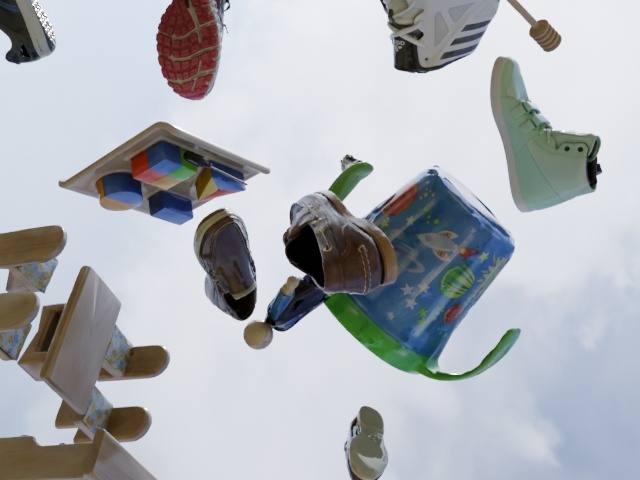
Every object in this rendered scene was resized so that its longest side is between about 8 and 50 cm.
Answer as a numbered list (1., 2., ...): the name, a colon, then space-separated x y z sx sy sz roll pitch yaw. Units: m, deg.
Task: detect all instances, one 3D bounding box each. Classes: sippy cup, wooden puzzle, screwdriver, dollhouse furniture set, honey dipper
1. sippy cup: 0.138 0.027 1.167 0.224 0.305 0.240 -46 -169 17
2. wooden puzzle: -0.329 -0.119 1.810 0.348 0.322 0.080 -21 -113 31
3. screwdriver: -0.203 -0.142 1.640 0.170 0.024 0.025 22 -71 31
4. dollhouse furniture set: -0.369 0.225 1.330 0.256 0.362 0.394 -7 -132 19
5. honey dipper: 0.258 -0.299 1.087 0.030 0.161 0.030 -28 -134 34

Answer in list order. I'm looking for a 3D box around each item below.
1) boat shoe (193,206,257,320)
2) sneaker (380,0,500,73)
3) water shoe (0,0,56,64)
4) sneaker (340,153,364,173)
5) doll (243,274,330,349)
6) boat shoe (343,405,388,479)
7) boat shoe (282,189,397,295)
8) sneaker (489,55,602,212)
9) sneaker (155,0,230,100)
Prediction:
1. boat shoe: -0.138 0.047 1.367 0.095 0.257 0.095 -35 -116 -18
2. sneaker: 0.148 -0.440 1.511 0.169 0.447 0.257 32 -70 54
3. water shoe: -0.442 -0.340 1.161 0.080 0.203 0.073 -20 -158 2
4. sneaker: 0.052 -0.134 1.475 0.032 0.083 0.037 -16 -90 -19
5. doll: -0.018 0.066 1.030 0.189 0.129 0.046 -37 -109 -2
6. boat shoe: 0.048 0.243 0.973 0.043 0.049 0.137 -60 -174 20
7. boat shoe: 0.000 0.000 0.811 0.073 0.073 0.207 -15 -163 -15
8. sneaker: 0.363 -0.182 1.334 0.151 0.094 0.256 -12 -88 36
9. sneaker: -0.198 -0.386 1.425 0.121 0.112 0.299 6 -86 22
